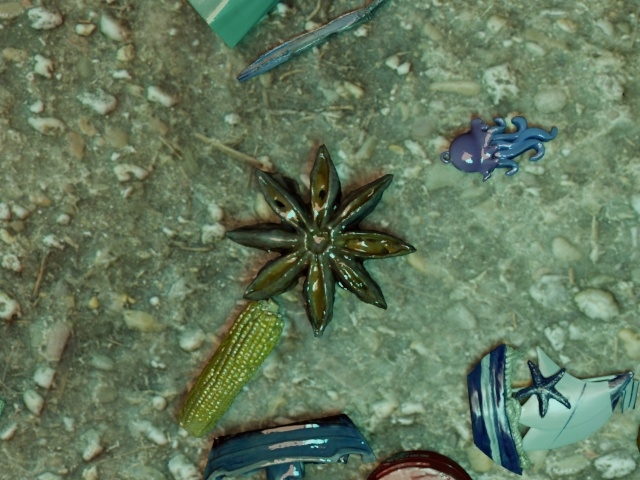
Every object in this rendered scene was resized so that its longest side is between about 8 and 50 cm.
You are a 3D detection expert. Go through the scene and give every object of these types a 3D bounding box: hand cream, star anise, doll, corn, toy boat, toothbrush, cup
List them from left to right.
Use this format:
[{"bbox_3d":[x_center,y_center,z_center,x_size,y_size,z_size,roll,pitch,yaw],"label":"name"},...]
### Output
[{"bbox_3d":[-0.157,0.225,1.772,0.087,0.086,0.288,35,99,7],"label":"corn"},{"bbox_3d":[-0.113,-0.461,1.734,0.236,0.148,0.134,-39,117,3],"label":"cup"},{"bbox_3d":[-0.057,0.388,1.733,0.309,0.129,0.142,-11,78,9],"label":"toy boat"},{"bbox_3d":[0.001,-0.002,1.725,0.332,0.117,0.331,0,91,1],"label":"star anise"},{"bbox_3d":[0.034,-0.376,1.750,0.414,0.042,0.035,-25,50,10],"label":"toothbrush"},{"bbox_3d":[0.167,0.473,1.688,0.230,0.149,0.230,0,89,9],"label":"hand cream"},{"bbox_3d":[0.303,-0.158,1.696,0.206,0.067,0.109,-11,75,-1],"label":"doll"},{"bbox_3d":[0.377,0.256,1.692,0.292,0.070,0.210,-31,91,5],"label":"toy boat"}]

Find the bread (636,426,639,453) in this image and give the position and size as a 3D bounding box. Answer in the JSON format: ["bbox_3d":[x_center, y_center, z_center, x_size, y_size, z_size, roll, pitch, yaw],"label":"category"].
[{"bbox_3d":[0.597,0.324,1.653,0.149,0.073,0.122,-37,90,11],"label":"bread"}]

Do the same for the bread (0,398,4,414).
[{"bbox_3d":[-0.638,0.317,1.879,0.083,0.035,0.070,24,94,11],"label":"bread"}]
